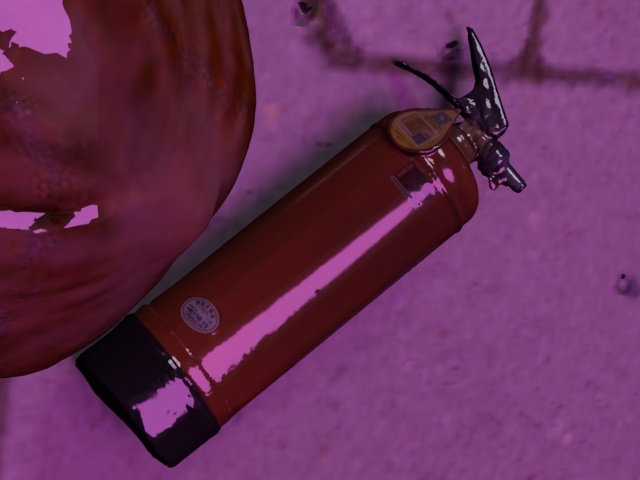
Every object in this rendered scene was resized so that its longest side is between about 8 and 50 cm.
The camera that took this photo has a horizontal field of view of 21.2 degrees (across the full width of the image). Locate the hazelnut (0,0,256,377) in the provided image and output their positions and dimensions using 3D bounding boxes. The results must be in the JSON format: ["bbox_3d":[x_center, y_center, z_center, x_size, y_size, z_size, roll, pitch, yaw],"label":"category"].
[{"bbox_3d":[-0.096,-0.058,0.434,0.182,0.182,0.182,-9,111,-25],"label":"hazelnut"}]

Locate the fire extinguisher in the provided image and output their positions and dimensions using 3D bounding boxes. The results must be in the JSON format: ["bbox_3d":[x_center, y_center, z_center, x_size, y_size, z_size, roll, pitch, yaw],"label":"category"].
[{"bbox_3d":[0.000,0.000,0.572,0.177,0.050,0.062,-40,82,-12],"label":"fire extinguisher"}]
